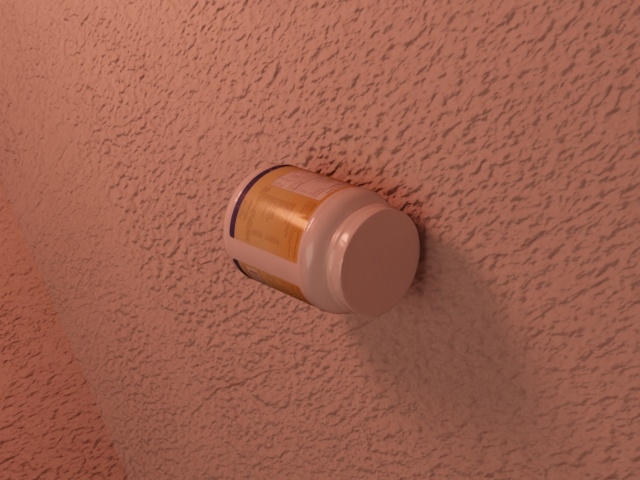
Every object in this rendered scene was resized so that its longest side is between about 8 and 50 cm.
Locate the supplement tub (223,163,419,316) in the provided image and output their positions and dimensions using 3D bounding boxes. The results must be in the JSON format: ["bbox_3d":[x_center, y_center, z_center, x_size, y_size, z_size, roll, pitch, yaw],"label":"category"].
[{"bbox_3d":[0.000,0.000,2.008,0.316,0.228,0.228,21,122,44],"label":"supplement tub"}]
